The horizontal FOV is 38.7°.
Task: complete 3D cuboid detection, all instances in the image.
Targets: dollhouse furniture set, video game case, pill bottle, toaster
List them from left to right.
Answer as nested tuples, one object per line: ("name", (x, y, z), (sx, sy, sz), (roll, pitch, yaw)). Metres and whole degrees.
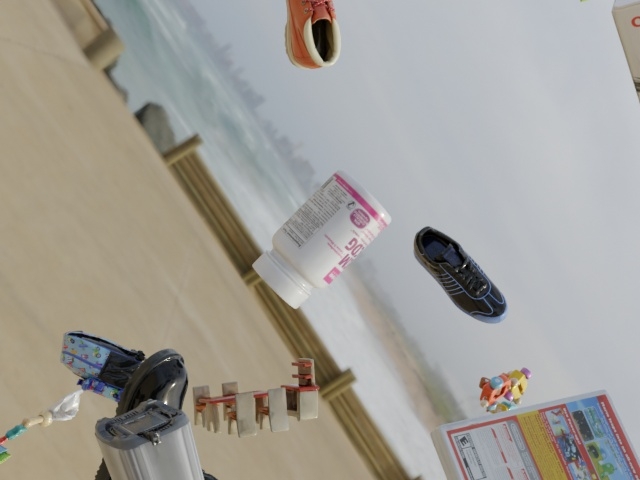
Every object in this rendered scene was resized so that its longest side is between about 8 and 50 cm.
("toaster", (-0.261, 0.344, 1.428), (0.227, 0.129, 0.146), (-3, -75, 61))
("dollhouse furniture set", (-0.140, 0.346, 2.049), (0.262, 0.259, 0.135), (-10, -96, 61))
("pill bottle", (0.000, 0.000, 1.939), (0.160, 0.283, 0.160), (45, 1, -1))
("video game case", (0.277, 0.291, 1.063), (0.025, 0.285, 0.204), (-48, -125, 48))

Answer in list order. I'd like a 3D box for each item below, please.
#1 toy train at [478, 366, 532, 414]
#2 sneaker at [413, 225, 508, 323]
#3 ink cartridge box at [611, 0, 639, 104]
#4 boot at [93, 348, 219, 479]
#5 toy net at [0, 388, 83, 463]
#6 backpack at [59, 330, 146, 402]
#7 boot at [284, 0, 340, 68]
("toy train", (0.274, 0.255, 1.442), (0.046, 0.125, 0.166), (36, -40, 33))
("sneaker", (0.266, 0.065, 1.745), (0.232, 0.081, 0.090), (41, -13, 18))
("ink cartridge box", (0.426, -0.202, 1.010), (0.203, 0.148, 0.086), (63, 36, -27))
("boot", (-0.263, 0.405, 1.709), (0.260, 0.348, 0.131), (27, 15, 27))
("toy net", (-0.510, 0.337, 1.590), (0.045, 0.232, 0.122), (57, -35, 6))
("backpack", (-0.465, 0.257, 1.895), (0.173, 0.117, 0.158), (24, -12, -15))
("boot", (-0.008, -0.257, 0.954), (0.084, 0.059, 0.158), (-138, -141, -68))
